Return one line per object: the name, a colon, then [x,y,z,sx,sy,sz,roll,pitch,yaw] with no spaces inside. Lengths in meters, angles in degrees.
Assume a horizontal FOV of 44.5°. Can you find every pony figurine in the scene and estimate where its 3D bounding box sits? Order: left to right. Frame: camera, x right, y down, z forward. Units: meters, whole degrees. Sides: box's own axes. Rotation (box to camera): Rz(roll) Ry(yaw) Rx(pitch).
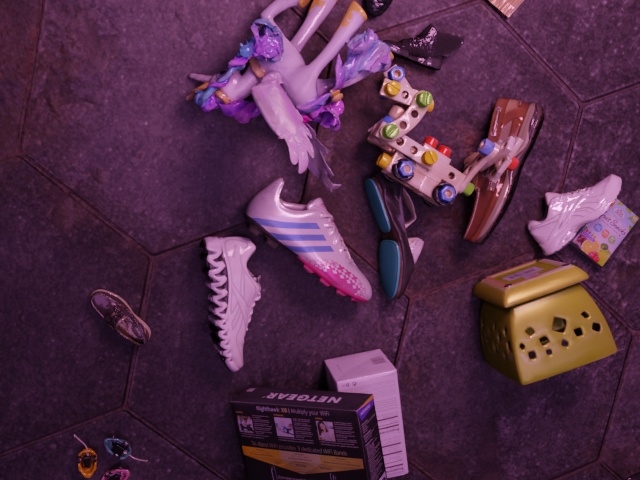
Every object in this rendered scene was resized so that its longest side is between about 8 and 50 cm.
pony figurine: [-0.045,-0.296,1.504,0.363,0.303,0.351,-40,74,2]

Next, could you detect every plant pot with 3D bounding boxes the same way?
plant pot: [0.469,0.163,1.703,0.228,0.227,0.207,-19,97,-7]

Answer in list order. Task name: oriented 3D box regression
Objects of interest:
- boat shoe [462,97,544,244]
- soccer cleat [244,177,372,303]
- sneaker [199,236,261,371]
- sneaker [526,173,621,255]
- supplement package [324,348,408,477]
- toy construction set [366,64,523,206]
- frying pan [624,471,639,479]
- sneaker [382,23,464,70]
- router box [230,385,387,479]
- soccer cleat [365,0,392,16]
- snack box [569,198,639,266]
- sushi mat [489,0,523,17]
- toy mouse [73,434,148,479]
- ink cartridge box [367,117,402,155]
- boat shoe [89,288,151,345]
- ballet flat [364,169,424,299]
boat shoe: [0.370,-0.153,1.682,0.120,0.122,0.324,23,93,15]
soccer cleat: [0.000,0.000,1.622,0.331,0.116,0.143,36,92,-15]
sneaker: [-0.176,0.131,1.623,0.118,0.110,0.292,-8,103,-19]
sneaker: [0.555,-0.077,1.728,0.232,0.090,0.115,-42,86,8]
supplement package: [0.099,0.383,1.706,0.134,0.139,0.244,-10,104,-9]
toy construction set: [0.234,-0.195,1.589,0.327,0.151,0.215,28,82,0]
frying pan: [0.920,0.573,1.959,0.326,0.053,0.197,-33,105,-2]
sneaker: [0.211,-0.411,1.623,0.170,0.051,0.089,16,97,-19]
router box: [-0.023,0.437,1.632,0.309,0.081,0.243,-2,105,30]
soccer cleat: [0.142,-0.536,1.571,0.060,0.072,0.179,25,95,-15]
snack box: [0.646,-0.026,1.792,0.100,0.037,0.141,37,91,-16]
sushi mat: [0.444,-0.633,1.643,0.151,0.019,0.316,42,91,-17]
toy mouse: [-0.440,0.471,1.666,0.143,0.031,0.161,-6,102,-10]
ink cartridge box: [0.144,-0.214,1.656,0.048,0.028,0.083,-41,105,-3]
boat shoe: [-0.408,0.158,1.602,0.152,0.049,0.056,41,91,-16]
ballet flat: [0.169,-0.015,1.671,0.096,0.095,0.280,-15,104,-21]
